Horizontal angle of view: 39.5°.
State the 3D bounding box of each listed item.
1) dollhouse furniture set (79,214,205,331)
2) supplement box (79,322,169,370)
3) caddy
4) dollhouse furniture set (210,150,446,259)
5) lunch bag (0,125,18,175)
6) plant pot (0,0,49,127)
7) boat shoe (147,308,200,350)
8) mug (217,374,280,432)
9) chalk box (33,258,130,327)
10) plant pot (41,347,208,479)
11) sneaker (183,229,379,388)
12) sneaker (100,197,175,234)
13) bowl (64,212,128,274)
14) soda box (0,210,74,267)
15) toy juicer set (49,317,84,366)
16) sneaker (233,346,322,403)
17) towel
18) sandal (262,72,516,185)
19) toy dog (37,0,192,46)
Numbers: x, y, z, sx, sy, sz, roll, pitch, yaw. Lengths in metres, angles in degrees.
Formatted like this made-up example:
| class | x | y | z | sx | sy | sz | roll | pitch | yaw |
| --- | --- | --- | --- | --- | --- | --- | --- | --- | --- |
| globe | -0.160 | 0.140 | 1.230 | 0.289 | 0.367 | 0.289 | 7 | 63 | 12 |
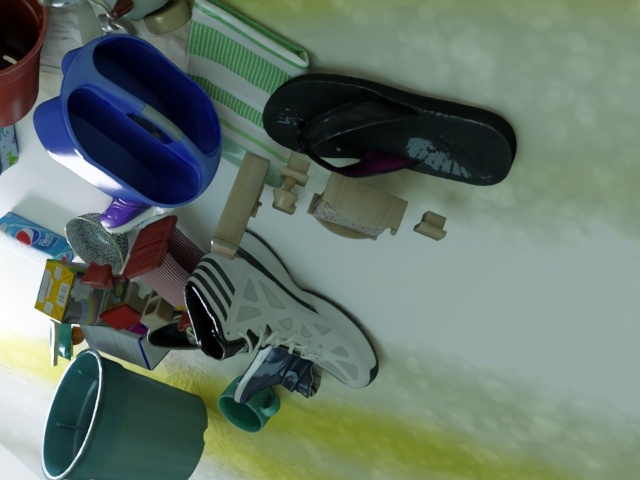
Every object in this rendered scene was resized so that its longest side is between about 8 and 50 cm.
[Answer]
| class | x | y | z | sx | sy | sz | roll | pitch | yaw |
| --- | --- | --- | --- | --- | --- | --- | --- | --- | --- |
| dollhouse furniture set | -0.399 | 0.108 | 1.972 | 0.374 | 0.152 | 0.201 | -21 | 129 | 34 |
| supplement box | -0.497 | 0.231 | 2.282 | 0.220 | 0.111 | 0.114 | 13 | 134 | 28 |
| caddy | -0.320 | -0.203 | 1.548 | 0.179 | 0.241 | 0.341 | 4 | 156 | 44 |
| dollhouse furniture set | 0.000 | 0.000 | 1.578 | 0.355 | 0.174 | 0.303 | 22 | 169 | -4 |
| lunch bag | -0.822 | -0.260 | 2.090 | 0.219 | 0.090 | 0.176 | 25 | 136 | 15 |
| plant pot | -0.661 | -0.364 | 1.731 | 0.272 | 0.272 | 0.265 | 37 | 156 | 2 |
| boat shoe | -0.274 | 0.201 | 2.020 | 0.305 | 0.091 | 0.109 | -7 | 126 | 40 |
| mug | -0.161 | 0.399 | 2.192 | 0.158 | 0.097 | 0.129 | 22 | 137 | 19 |
| chalk box | -0.564 | 0.132 | 2.181 | 0.132 | 0.213 | 0.132 | 18 | 93 | 39 |
| plant pot | -0.496 | 0.486 | 2.314 | 0.334 | 0.341 | 0.341 | 22 | 150 | -30 |
| sneaker | -0.101 | 0.206 | 1.836 | 0.447 | 0.257 | 0.169 | 41 | 141 | -3 |
| sneaker | -0.388 | -0.116 | 1.890 | 0.293 | 0.102 | 0.146 | -19 | 110 | 41 |
| bowl | -0.507 | -0.008 | 2.088 | 0.170 | 0.080 | 0.170 | 21 | 138 | 20 |
| soda box | -0.739 | 0.005 | 2.291 | 0.210 | 0.067 | 0.071 | 23 | 138 | 18 |
| toy juicer set | -0.657 | 0.209 | 2.317 | 0.089 | 0.209 | 0.329 | 1 | 178 | -15 |
| sneaker | -0.095 | 0.330 | 2.051 | 0.163 | 0.086 | 0.226 | 35 | 121 | 3 |
| towel | -0.146 | -0.260 | 1.605 | 0.248 | 0.038 | 0.325 | 31 | 140 | 9 |
| sandal | 0.087 | -0.168 | 1.438 | 0.446 | 0.107 | 0.167 | 11 | 137 | 25 |
| toy dog | -0.379 | -0.416 | 1.539 | 0.333 | 0.161 | 0.220 | -15 | 117 | 45 |
